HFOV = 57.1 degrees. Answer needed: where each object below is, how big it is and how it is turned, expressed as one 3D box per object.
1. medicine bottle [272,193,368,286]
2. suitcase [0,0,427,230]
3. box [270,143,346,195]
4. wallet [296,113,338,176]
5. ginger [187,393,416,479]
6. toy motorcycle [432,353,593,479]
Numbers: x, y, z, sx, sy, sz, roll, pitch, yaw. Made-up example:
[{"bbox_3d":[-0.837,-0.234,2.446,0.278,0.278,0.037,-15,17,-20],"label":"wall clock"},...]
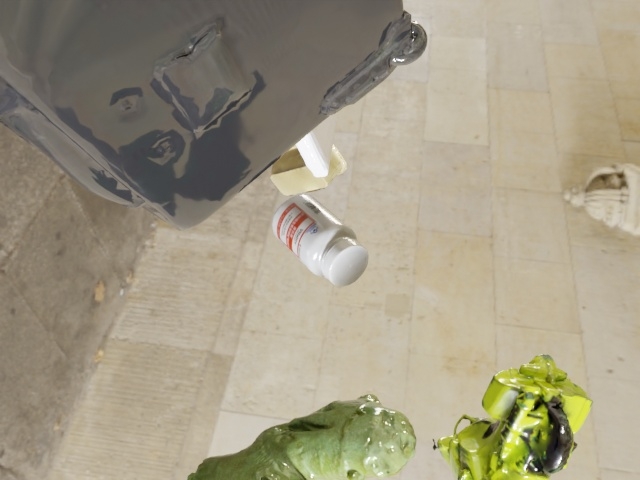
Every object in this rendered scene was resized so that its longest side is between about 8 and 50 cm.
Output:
[{"bbox_3d":[0.000,0.000,0.794,0.140,0.079,0.079,42,-39,44],"label":"medicine bottle"},{"bbox_3d":[-0.091,-0.184,0.437,0.339,0.188,0.345,-42,161,-6],"label":"suitcase"},{"bbox_3d":[-0.031,-0.162,1.289,0.111,0.177,0.111,11,76,-50],"label":"box"},{"bbox_3d":[-0.008,-0.169,0.834,0.190,0.033,0.095,-81,149,-53],"label":"wallet"},{"bbox_3d":[-0.029,0.257,0.651,0.089,0.289,0.137,62,7,-7],"label":"ginger"},{"bbox_3d":[0.274,0.314,0.879,0.206,0.142,0.342,-101,-158,-50],"label":"toy motorcycle"}]
